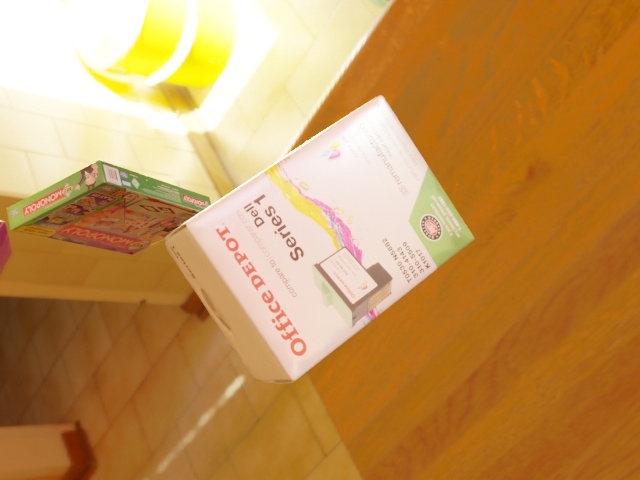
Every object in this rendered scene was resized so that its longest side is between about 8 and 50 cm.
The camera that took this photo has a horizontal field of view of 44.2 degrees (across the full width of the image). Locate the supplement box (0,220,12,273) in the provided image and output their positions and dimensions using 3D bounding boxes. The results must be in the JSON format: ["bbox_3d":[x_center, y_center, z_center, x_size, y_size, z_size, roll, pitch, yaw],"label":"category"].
[{"bbox_3d":[-0.272,0.009,0.561,0.043,0.083,0.055,107,175,-52],"label":"supplement box"}]

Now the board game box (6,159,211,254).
[{"bbox_3d":[-0.370,-0.051,1.438,0.213,0.317,0.046,-24,72,21],"label":"board game box"}]

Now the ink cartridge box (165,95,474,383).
[{"bbox_3d":[0.000,0.000,0.886,0.201,0.278,0.117,56,158,-5],"label":"ink cartridge box"}]
